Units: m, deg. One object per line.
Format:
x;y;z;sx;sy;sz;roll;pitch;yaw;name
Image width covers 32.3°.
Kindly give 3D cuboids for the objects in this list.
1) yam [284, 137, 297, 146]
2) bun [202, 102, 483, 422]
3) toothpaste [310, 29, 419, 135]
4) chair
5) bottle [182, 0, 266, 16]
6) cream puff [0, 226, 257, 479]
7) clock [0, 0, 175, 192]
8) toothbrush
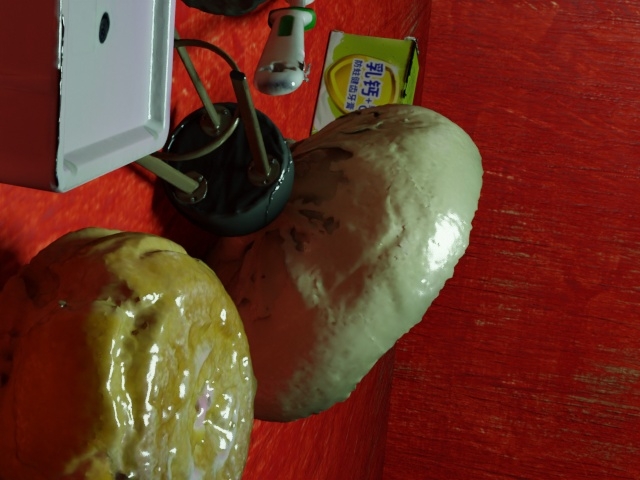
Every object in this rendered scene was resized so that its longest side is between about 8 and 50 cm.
-0.040;0.026;1.101;0.317;0.067;0.071;90;0;-47;yam
0.000;0.000;0.883;0.287;0.146;0.287;-44;-164;17;bun
0.041;-0.090;1.340;0.077;0.110;0.327;61;39;-72;toothpaste
-0.080;-0.081;0.721;0.221;0.104;0.095;65;17;-68;chair
-0.039;-0.261;0.707;0.112;0.112;0.260;81;18;-60;bottle
-0.111;0.085;0.554;0.189;0.129;0.189;5;90;-69;cream puff
-0.119;-0.132;0.517;0.150;0.063;0.197;-50;147;-72;clock
-0.024;-0.179;0.913;0.418;0.042;0.040;-87;175;-65;toothbrush
